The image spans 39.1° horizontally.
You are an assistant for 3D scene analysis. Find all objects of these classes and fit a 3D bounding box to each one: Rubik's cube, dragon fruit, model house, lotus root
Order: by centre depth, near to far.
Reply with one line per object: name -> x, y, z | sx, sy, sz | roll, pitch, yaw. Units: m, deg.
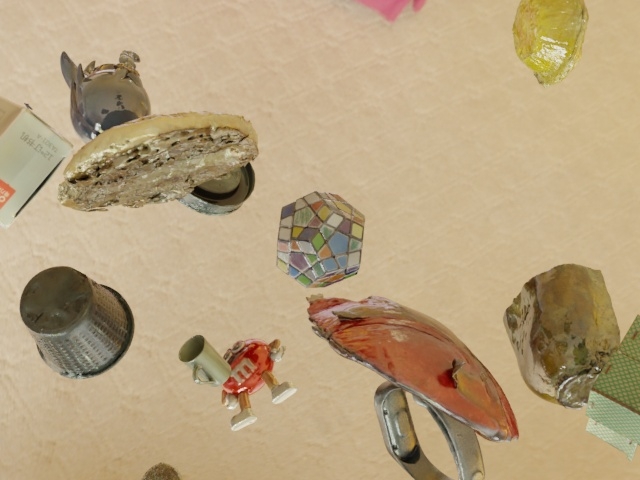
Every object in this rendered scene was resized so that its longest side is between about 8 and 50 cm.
Rubik's cube -> 0.000, 0.000, 0.984 | 0.093, 0.111, 0.111 | 8, 68, 0
dragon fruit -> 0.125, 0.154, 1.274 | 0.344, 0.282, 0.100 | 33, 98, 35
model house -> 0.591, 0.285, 1.635 | 0.178, 0.270, 0.206 | 32, 18, 31
lotus root -> 0.495, 0.224, 1.918 | 0.149, 0.267, 0.260 | 15, 46, -17

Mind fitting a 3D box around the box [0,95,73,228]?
box -> -0.413, -0.113, 1.158 | 0.079, 0.269, 0.135 | 41, 82, -31

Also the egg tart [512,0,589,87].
egg tart -> 0.203, -0.191, 0.815 | 0.039, 0.105, 0.105 | -1, 71, -12

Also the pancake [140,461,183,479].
pancake -> -0.148, 0.245, 0.784 | 0.017, 0.108, 0.108 | 27, 63, -26

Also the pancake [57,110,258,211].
pancake -> -0.293, -0.139, 1.622 | 0.382, 0.382, 0.071 | -15, 78, -24

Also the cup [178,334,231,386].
cup -> -0.188, 0.208, 1.501 | 0.054, 0.075, 0.083 | -39, 125, 0

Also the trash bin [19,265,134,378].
trash bin -> -0.411, 0.126, 1.489 | 0.176, 0.161, 0.175 | -2, 67, 4

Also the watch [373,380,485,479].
watch -> 0.175, 0.311, 1.462 | 0.068, 0.193, 0.206 | -26, 113, -34

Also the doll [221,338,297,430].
doll -> -0.141, 0.269, 1.843 | 0.183, 0.217, 0.085 | -37, 126, 9

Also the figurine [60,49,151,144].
figurine -> -0.433, -0.285, 1.839 | 0.175, 0.197, 0.265 | -14, 50, -20

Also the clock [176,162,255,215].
clock -> -0.249, -0.154, 1.948 | 0.226, 0.049, 0.226 | 23, 45, -25
